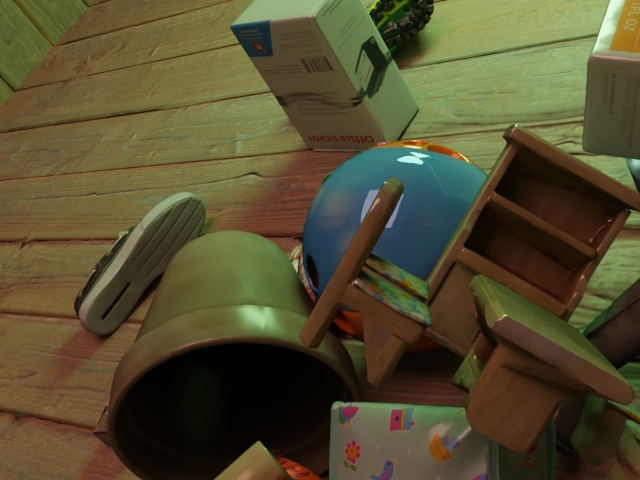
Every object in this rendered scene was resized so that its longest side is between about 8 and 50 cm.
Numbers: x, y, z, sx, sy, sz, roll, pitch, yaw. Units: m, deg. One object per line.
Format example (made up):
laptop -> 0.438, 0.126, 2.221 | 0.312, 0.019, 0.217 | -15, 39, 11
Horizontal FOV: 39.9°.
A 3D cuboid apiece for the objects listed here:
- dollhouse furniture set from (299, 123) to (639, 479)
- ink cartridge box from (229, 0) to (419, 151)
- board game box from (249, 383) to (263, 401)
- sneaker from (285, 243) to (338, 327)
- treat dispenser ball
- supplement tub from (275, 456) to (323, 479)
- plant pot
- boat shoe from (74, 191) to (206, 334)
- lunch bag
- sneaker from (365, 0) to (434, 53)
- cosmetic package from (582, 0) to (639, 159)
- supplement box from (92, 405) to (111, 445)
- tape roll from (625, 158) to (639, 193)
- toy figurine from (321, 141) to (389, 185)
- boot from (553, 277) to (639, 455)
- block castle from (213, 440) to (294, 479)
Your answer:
dollhouse furniture set -> 0.215, 0.038, 0.847 | 0.256, 0.362, 0.394 | -61, -2, 8
ink cartridge box -> 0.012, -0.320, 1.642 | 0.223, 0.307, 0.129 | 7, 52, 44
board game box -> -0.136, 0.236, 1.361 | 0.141, 0.048, 0.170 | 15, 60, 47
sneaker -> -0.001, 0.000, 1.406 | 0.145, 0.090, 0.270 | 3, 81, 47
treat dispenser ball -> 0.119, 0.008, 1.196 | 0.288, 0.288, 0.288 | -23, 38, 19
supplement tub -> -0.067, 0.373, 1.088 | 0.117, 0.117, 0.190 | 7, 55, 44
plant pot -> -0.117, 0.147, 1.202 | 0.323, 0.323, 0.280 | -27, 38, 14
boat shoe -> -0.368, 0.027, 1.727 | 0.335, 0.121, 0.119 | -49, 41, -13
lunch bag -> 0.130, 0.310, 0.954 | 0.223, 0.160, 0.262 | -6, 77, 35
sneaker -> 0.091, -0.408, 1.858 | 0.343, 0.134, 0.146 | -35, 10, 9
cosmetic package -> 0.565, -0.201, 1.043 | 0.453, 0.161, 0.230 | 11, 53, 21
supplement box -> -0.322, 0.303, 1.446 | 0.083, 0.043, 0.055 | -10, 44, 31
tape roll -> 0.513, -0.109, 1.176 | 0.189, 0.080, 0.189 | -23, 37, 19
toy figurine -> 0.088, -0.100, 1.528 | 0.159, 0.130, 0.173 | -45, 9, -35
boot -> 0.338, 0.128, 0.994 | 0.208, 0.076, 0.189 | -37, 28, 43
block castle -> 0.016, 0.405, 0.699 | 0.213, 0.453, 0.303 | -39, 35, -16
